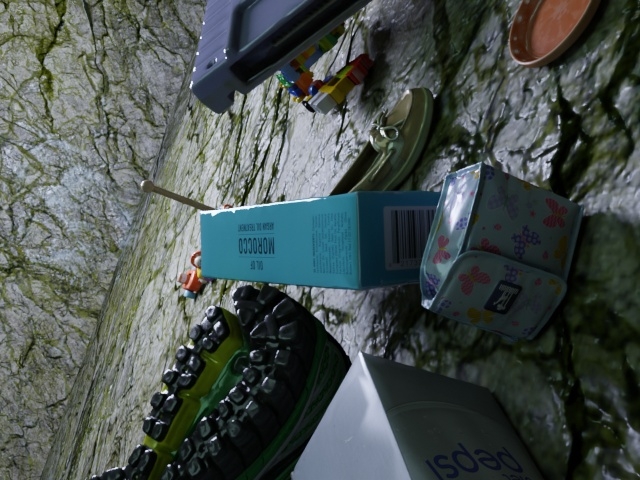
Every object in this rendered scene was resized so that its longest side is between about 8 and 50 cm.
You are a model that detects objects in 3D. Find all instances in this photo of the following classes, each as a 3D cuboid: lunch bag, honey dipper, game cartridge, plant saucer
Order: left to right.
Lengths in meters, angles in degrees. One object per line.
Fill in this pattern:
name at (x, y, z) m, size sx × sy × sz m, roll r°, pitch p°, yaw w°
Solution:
honey dipper at (-0.178, -0.050, 1.001) m, size 0.030 × 0.161 × 0.030 m, roll -52°, pitch 27°, yaw 41°
game cartridge at (0.008, -0.305, 0.746) m, size 0.355 × 0.068 × 0.230 m, roll -31°, pitch 41°, yaw 24°
lunch bag at (0.098, 0.009, 0.387) m, size 0.053 × 0.071 × 0.083 m, roll 170°, pitch 120°, yaw -72°
plant saucer at (0.159, -0.155, 0.471) m, size 0.083 × 0.013 × 0.083 m, roll -50°, pitch 29°, yaw 40°

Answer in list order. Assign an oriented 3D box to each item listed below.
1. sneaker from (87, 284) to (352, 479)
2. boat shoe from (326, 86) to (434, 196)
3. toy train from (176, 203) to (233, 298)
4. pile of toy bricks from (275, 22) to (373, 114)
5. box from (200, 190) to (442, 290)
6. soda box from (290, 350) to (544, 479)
sneaker at (-0.083, 0.209, 0.509) m, size 0.343 × 0.146 × 0.134 m, roll -53°, pitch 43°, yaw -4°
boat shoe at (0.047, -0.070, 0.620) m, size 0.153 × 0.048 × 0.056 m, roll -59°, pitch 23°, yaw 27°
toy train at (-0.194, 0.013, 1.143) m, size 0.125 × 0.046 × 0.166 m, roll 2°, pitch 73°, yaw 68°
pile of toy bricks at (-0.008, -0.226, 0.837) m, size 0.105 × 0.118 × 0.212 m, roll -44°, pitch 19°, yaw 1°
box at (0.000, 0.000, 0.533) m, size 0.244 × 0.101 × 0.060 m, roll -1°, pitch 91°, yaw 58°
soda box at (0.066, 0.173, 0.287) m, size 0.098 × 0.091 × 0.286 m, roll -63°, pitch 21°, yaw 20°
